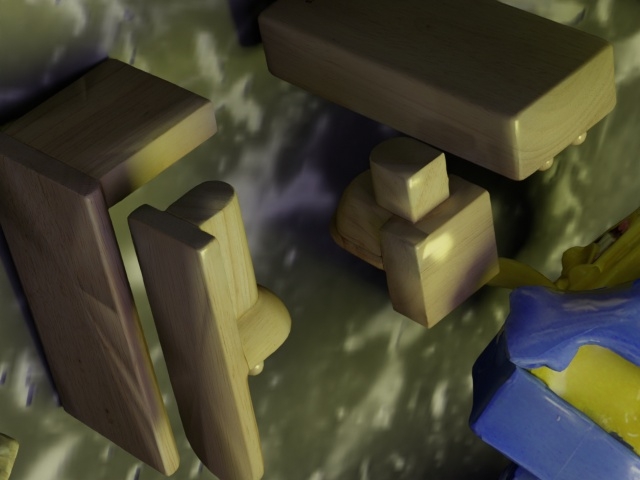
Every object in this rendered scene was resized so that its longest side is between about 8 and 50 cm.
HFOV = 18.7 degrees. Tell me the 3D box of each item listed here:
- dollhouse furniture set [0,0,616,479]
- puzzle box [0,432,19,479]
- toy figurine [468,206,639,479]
[{"bbox_3d":[0.000,0.000,0.655,0.151,0.144,0.123,-38,135,-30],"label":"dollhouse furniture set"},{"bbox_3d":[-0.284,0.184,0.523,0.272,0.052,0.409,24,102,-7],"label":"puzzle box"},{"bbox_3d":[0.137,0.046,0.639,0.191,0.362,0.217,43,99,-3],"label":"toy figurine"}]
